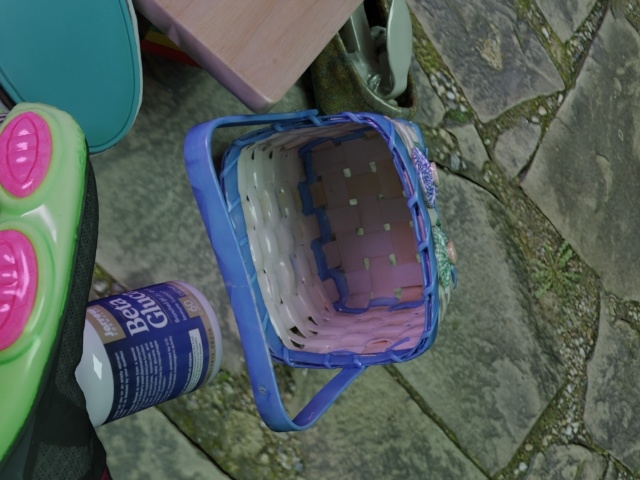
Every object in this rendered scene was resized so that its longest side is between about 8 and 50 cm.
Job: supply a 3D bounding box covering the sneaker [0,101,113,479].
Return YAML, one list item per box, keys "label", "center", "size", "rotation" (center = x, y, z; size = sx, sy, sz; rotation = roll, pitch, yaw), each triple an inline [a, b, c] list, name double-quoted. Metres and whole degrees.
- label: "sneaker"
  center: [-0.200, 0.161, 0.577]
  size: [0.202, 0.185, 0.482]
  rotation: [7, 89, -73]

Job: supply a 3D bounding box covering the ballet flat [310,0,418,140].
- label: "ballet flat"
  center: [0.025, -0.270, 1.005]
  size: [0.123, 0.123, 0.348]
  rotation: [-22, 101, -46]

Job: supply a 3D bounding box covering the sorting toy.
- label: "sorting toy"
  center: [-0.090, -0.254, 0.850]
  size: [0.255, 0.089, 0.257]
  rotation: [41, 54, -9]

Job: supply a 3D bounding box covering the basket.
- label: "basket"
  center: [0.000, 0.000, 0.879]
  size: [0.289, 0.201, 0.254]
  rotation: [-28, 106, -54]

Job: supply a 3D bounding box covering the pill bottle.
- label: "pill bottle"
  center: [-0.166, 0.092, 0.772]
  size: [0.169, 0.094, 0.094]
  rotation: [-15, 96, -46]

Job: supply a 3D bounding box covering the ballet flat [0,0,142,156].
- label: "ballet flat"
  center: [-0.248, -0.233, 0.679]
  size: [0.139, 0.139, 0.400]
  rotation: [-60, 140, -32]
